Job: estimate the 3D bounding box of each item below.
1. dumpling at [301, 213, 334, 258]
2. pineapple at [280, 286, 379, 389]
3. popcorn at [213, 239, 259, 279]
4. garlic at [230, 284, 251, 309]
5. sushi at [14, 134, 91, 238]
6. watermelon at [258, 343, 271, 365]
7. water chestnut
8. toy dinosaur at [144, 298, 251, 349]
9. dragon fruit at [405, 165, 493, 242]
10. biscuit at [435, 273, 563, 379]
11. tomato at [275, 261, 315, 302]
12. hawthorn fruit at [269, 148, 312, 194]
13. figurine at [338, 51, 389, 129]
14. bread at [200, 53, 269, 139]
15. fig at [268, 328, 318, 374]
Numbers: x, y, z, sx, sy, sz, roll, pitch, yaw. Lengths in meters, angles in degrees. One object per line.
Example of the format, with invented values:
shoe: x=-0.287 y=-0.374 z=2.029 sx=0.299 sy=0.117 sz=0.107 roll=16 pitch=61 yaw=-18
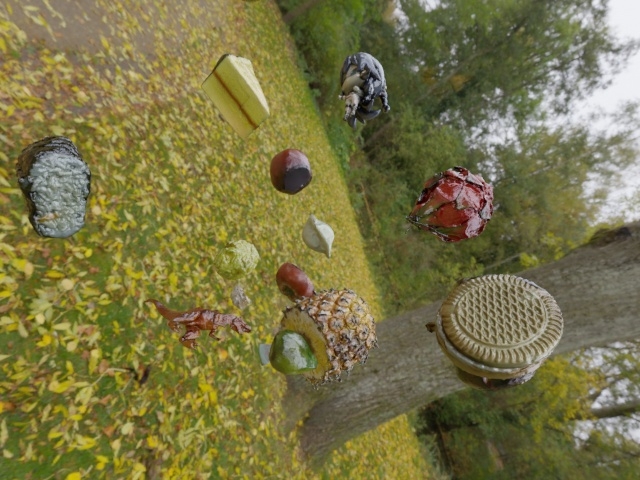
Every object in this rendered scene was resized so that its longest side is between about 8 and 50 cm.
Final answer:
dumpling: x=0.003 y=0.000 z=1.471 sx=0.181 sy=0.111 sz=0.155 roll=32 pitch=20 yaw=-41
pineapple: x=0.039 y=0.352 z=1.514 sx=0.299 sy=0.352 sz=0.353 roll=-10 pitch=74 yaw=-35
popcorn: x=-0.469 y=0.122 z=2.218 sx=0.206 sy=0.251 sz=0.237 roll=44 pitch=47 yaw=4
garlic: x=-0.369 y=0.257 z=1.815 sx=0.094 sy=0.074 sz=0.113 roll=49 pitch=22 yaw=-76
sushi: x=-0.921 y=-0.179 z=1.390 sx=0.210 sy=0.350 sz=0.170 roll=-14 pitch=43 yaw=-39
watermelon: x=-0.231 y=0.486 z=1.759 sx=0.180 sy=0.094 sz=0.081 roll=177 pitch=-96 yaw=-67
water chestnut: x=0.470 y=0.272 z=1.207 sx=0.335 sy=0.346 sz=0.336 roll=18 pitch=67 yaw=-50
toy dinosaur: x=-0.460 y=0.277 z=1.390 sx=0.208 sy=0.431 sz=0.097 roll=-63 pitch=166 yaw=-72
dragon fruit: x=0.372 y=-0.088 z=1.193 sx=0.234 sy=0.292 sz=0.234 roll=157 pitch=-90 yaw=-86
biscuit: x=0.381 y=0.178 z=0.874 sx=0.259 sy=0.258 sz=0.079 roll=-94 pitch=167 yaw=-52
tomato: x=-0.124 y=0.212 z=1.858 sx=0.085 sy=0.224 sz=0.225 roll=-38 pitch=110 yaw=-34
hawthorn fruit: x=-0.155 y=-0.349 z=1.974 sx=0.250 sy=0.215 sz=0.215 roll=67 pitch=12 yaw=24
figurine: x=0.145 y=-0.527 z=1.415 sx=0.197 sy=0.175 sz=0.265 roll=7 pitch=81 yaw=-55
bread: x=-0.276 y=-0.511 z=1.454 sx=0.264 sy=0.167 sz=0.163 roll=54 pitch=26 yaw=-2
fig: x=-0.071 y=0.333 z=1.165 sx=0.156 sy=0.123 sz=0.123 roll=22 pitch=29 yaw=-12
